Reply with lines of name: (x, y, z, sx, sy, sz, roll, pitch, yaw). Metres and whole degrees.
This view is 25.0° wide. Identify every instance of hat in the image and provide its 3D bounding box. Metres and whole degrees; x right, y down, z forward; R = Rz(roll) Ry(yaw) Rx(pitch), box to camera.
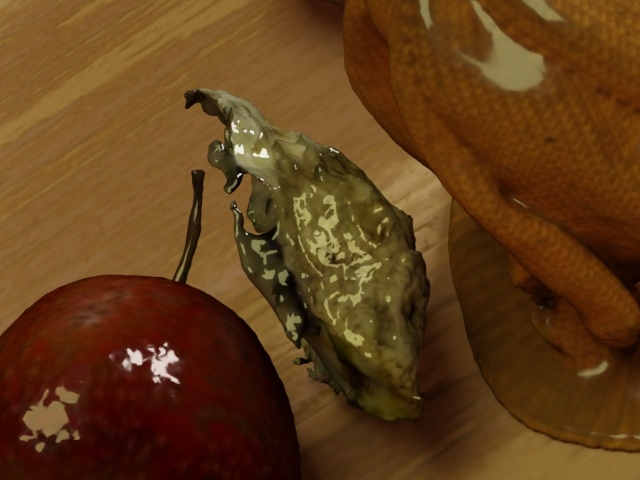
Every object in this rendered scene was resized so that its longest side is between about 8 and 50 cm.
hat: (0.104, -0.088, 0.558, 0.244, 0.233, 0.233, -41, 42, -3)

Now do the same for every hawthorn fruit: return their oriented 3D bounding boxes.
hawthorn fruit: (-0.077, 0.075, 0.607, 0.162, 0.162, 0.203, -18, 31, 22)

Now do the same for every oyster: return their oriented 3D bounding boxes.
oyster: (-0.004, -0.009, 0.637, 0.072, 0.133, 0.209, -21, 14, -3)

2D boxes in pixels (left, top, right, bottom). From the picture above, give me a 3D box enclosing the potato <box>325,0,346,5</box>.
potato: (0.043, -0.198, 0.785, 0.234, 0.146, 0.150, 4, 86, 37)
